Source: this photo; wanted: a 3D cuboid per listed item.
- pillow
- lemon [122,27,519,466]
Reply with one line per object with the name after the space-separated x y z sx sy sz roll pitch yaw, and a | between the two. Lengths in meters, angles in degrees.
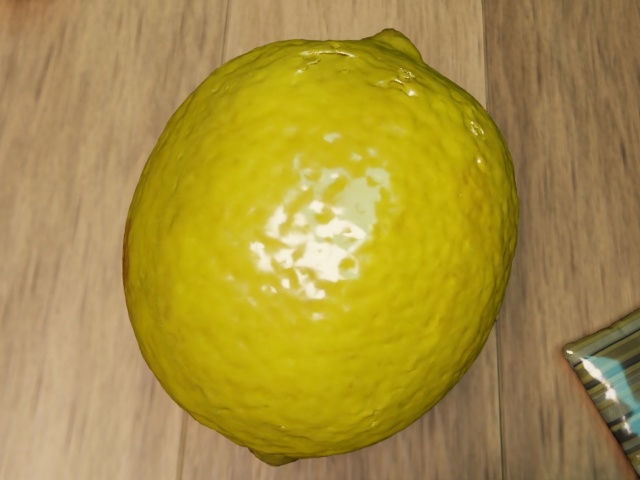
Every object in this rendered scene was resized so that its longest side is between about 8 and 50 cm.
0.290 0.154 0.564 0.113 0.038 0.203 -23 76 -14 | pillow
0.000 0.001 0.449 0.267 0.267 0.267 4 70 -10 | lemon
